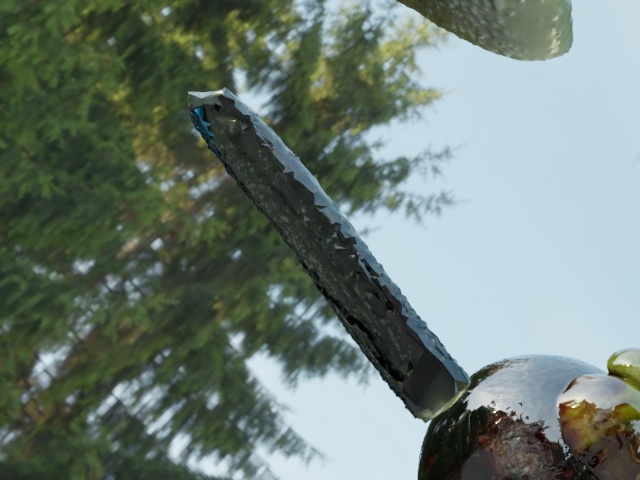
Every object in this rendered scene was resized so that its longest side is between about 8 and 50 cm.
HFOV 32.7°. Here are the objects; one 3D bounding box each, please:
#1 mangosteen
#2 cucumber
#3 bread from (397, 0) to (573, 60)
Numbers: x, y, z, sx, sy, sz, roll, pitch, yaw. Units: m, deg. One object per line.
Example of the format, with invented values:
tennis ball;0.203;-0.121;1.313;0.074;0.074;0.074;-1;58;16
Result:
mangosteen;0.243;0.239;1.031;0.297;0.314;0.297;60;-12;22
cucumber;0.000;-0.001;0.672;0.043;0.044;0.256;-43;-105;18
bread;0.012;-0.144;0.411;0.193;0.036;0.112;37;-21;30
